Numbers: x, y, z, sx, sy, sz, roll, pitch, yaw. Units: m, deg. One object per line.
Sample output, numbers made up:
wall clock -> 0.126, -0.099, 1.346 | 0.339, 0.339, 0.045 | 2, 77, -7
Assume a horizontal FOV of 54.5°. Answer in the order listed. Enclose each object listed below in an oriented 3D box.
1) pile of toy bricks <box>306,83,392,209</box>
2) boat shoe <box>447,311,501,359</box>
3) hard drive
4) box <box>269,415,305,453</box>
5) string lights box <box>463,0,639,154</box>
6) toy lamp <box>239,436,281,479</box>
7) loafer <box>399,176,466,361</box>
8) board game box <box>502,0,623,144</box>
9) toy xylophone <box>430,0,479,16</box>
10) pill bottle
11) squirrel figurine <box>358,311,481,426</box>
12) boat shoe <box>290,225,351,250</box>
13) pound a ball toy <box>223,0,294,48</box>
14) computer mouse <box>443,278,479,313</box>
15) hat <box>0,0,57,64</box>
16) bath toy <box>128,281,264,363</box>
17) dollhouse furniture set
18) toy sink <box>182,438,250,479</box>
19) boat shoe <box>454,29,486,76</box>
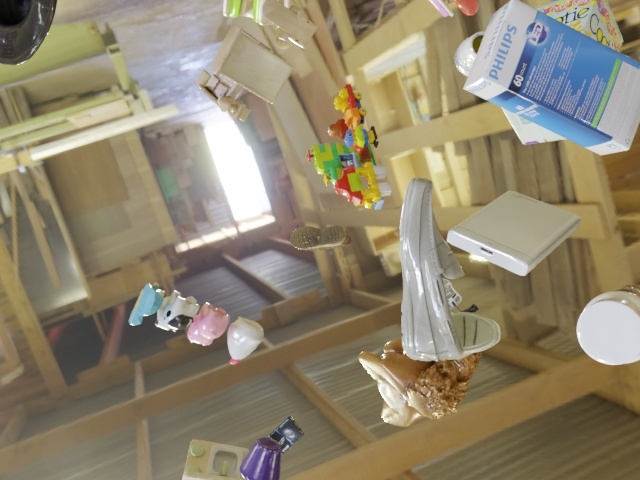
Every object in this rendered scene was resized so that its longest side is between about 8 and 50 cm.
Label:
pile of toy bricks -> 0.031, -0.135, 0.994 | 0.105, 0.212, 0.118 | -9, 156, -10
boat shoe -> 0.377, 0.270, 1.723 | 0.103, 0.113, 0.302 | 23, 155, -37
hard drive -> 0.546, -0.032, 1.735 | 0.233, 0.047, 0.353 | 27, -142, 33
box -> -0.095, 0.551, 1.758 | 0.083, 0.067, 0.018 | -45, 159, 9
string lights box -> 0.369, -0.247, 0.957 | 0.259, 0.133, 0.077 | 23, 176, -9
toy lamp -> -0.136, 0.501, 1.156 | 0.080, 0.275, 0.080 | 18, -173, -2
loafer -> 0.196, 0.049, 1.082 | 0.111, 0.320, 0.112 | -2, -178, 12
board game box -> 0.485, -0.348, 1.250 | 0.142, 0.144, 0.275 | -1, -128, 47
toy xylophone -> 0.294, -0.651, 1.322 | 0.236, 0.323, 0.081 | 26, -175, -30
pill bottle -> 0.689, 0.189, 1.410 | 0.161, 0.161, 0.283 | -12, 174, 35
squirrel figurine -> 0.389, 0.412, 2.057 | 0.370, 0.281, 0.397 | -31, -168, -30
boat shoe -> 0.000, 0.000, 1.615 | 0.177, 0.064, 0.060 | -3, 160, 36
pound a ball toy -> -0.135, -0.704, 1.681 | 0.208, 0.319, 0.136 | 19, -152, 17
computer mouse -> 0.418, 0.190, 1.974 | 0.106, 0.042, 0.193 | -37, -146, 7
hat -> -0.606, -0.525, 1.236 | 0.331, 0.332, 0.134 | -14, -166, 26
bath toy -> -0.320, 0.228, 1.649 | 0.348, 0.129, 0.151 | 25, -179, -23
dollhouse furniture set -> -0.223, -0.493, 1.553 | 0.173, 0.303, 0.355 | 23, -165, -41
toy sink -> -0.260, 0.581, 1.518 | 0.152, 0.234, 0.131 | 11, -138, -7
boat shoe -> 0.515, -0.452, 1.464 | 0.366, 0.136, 0.156 | 4, 177, -3
